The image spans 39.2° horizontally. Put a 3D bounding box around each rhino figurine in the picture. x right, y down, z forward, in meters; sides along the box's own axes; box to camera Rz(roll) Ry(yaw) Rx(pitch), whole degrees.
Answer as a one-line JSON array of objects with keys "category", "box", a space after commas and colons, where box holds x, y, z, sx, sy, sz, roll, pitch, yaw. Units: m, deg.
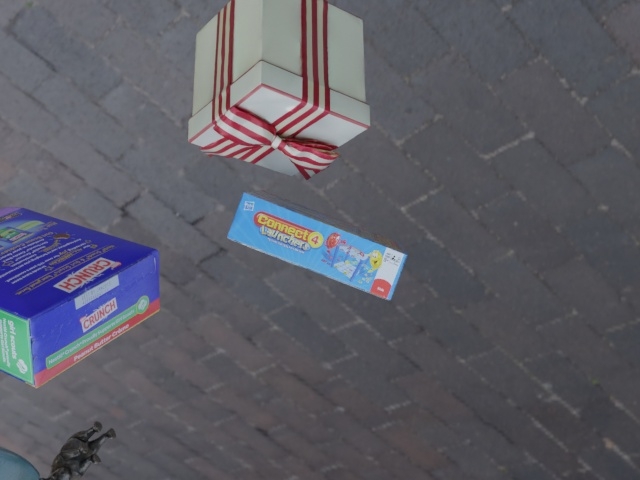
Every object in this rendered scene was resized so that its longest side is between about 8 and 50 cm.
[{"category": "rhino figurine", "box": [-0.520, 0.466, 1.885, 0.106, 0.243, 0.073, -31, 100, 14]}]

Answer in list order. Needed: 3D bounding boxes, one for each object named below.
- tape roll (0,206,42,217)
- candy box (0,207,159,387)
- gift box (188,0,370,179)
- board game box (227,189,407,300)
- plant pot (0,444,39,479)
[{"category": "tape roll", "box": [-0.629, 0.058, 1.965, 0.274, 0.090, 0.275, 15, 137, 14]}, {"category": "candy box", "box": [-0.454, 0.073, 1.405, 0.317, 0.268, 0.122, 15, 118, 30]}, {"category": "gift box", "box": [-0.075, -0.252, 1.554, 0.255, 0.258, 0.276, 14, 152, -30]}, {"category": "board game box", "box": [0.000, 0.000, 1.669, 0.301, 0.086, 0.308, 21, -176, 0]}, {"category": "plant pot", "box": [-0.672, 0.462, 1.644, 0.247, 0.248, 0.252, 12, 169, 37]}]
